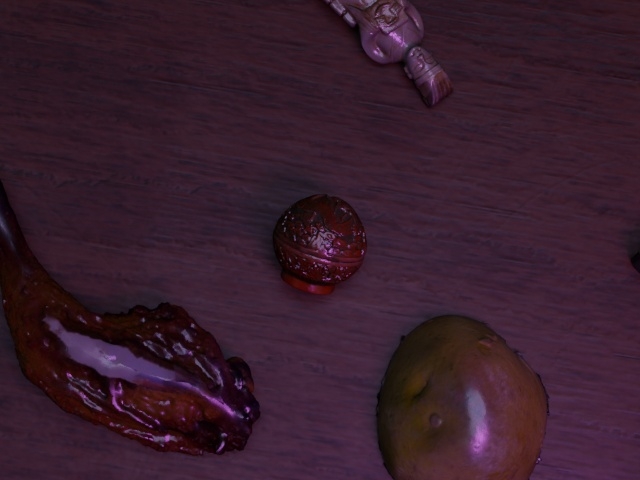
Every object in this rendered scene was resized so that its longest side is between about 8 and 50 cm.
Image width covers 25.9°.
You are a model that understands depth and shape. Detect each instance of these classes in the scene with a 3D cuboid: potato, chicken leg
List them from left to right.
[{"bbox_3d":[-0.238,0.086,1.414,0.407,0.096,0.158,39,75,7],"label":"chicken leg"},{"bbox_3d":[0.148,0.172,1.408,0.182,0.117,0.202,12,79,2],"label":"potato"}]

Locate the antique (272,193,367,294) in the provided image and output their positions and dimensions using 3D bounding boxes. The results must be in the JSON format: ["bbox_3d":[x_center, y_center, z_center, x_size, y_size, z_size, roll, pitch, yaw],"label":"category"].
[{"bbox_3d":[0.000,0.000,1.439,0.104,0.104,0.104,1,79,-3],"label":"antique"}]

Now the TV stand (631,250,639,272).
[{"bbox_3d":[0.438,-0.054,1.500,0.256,0.049,0.040,-43,83,-9],"label":"TV stand"}]

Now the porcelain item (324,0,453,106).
[{"bbox_3d":[0.068,-0.239,1.514,0.084,0.054,0.213,-37,84,-8],"label":"porcelain item"}]
